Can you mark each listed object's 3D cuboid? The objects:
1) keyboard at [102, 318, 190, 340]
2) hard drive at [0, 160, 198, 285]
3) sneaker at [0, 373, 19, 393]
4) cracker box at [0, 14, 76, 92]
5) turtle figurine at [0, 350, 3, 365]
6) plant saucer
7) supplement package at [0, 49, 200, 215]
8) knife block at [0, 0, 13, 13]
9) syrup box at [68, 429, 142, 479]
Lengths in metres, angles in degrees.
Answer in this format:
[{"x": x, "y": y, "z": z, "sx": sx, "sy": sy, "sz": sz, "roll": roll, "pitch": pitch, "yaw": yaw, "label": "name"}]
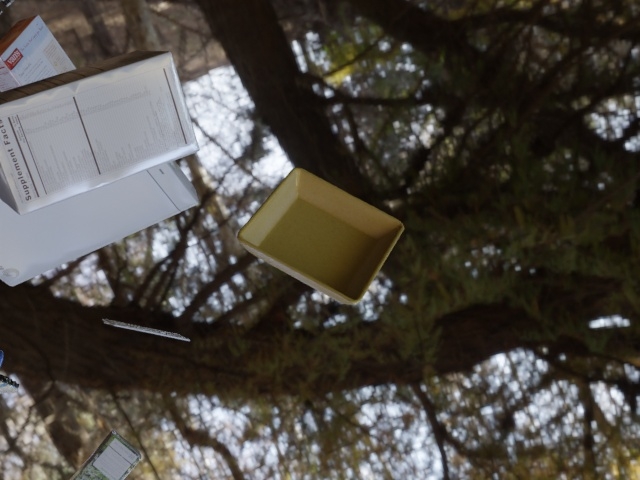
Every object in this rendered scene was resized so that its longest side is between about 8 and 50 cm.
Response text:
[{"x": -0.489, "y": 0.253, "z": 2.335, "sx": 0.072, "sy": 0.256, "sz": 0.014, "roll": 5, "pitch": -100, "yaw": 47, "label": "keyboard"}, {"x": -0.399, "y": -0.060, "z": 1.305, "sx": 0.352, "sy": 0.233, "sz": 0.047, "roll": -23, "pitch": -124, "yaw": 4, "label": "hard drive"}, {"x": -0.899, "y": 0.372, "z": 2.121, "sx": 0.237, "sy": 0.086, "sz": 0.085, "roll": 11, "pitch": 175, "yaw": -19, "label": "sneaker"}, {"x": -0.559, "y": -0.312, "z": 1.672, "sx": 0.067, "sy": 0.232, "sz": 0.156, "roll": -8, "pitch": -140, "yaw": 26, "label": "cracker box"}, {"x": -0.900, "y": 0.323, "z": 1.913, "sx": 0.274, "sy": 0.198, "sz": 0.266, "roll": 7, "pitch": -164, "yaw": 26, "label": "turtle figurine"}, {"x": 0.000, "y": 0.000, "z": 2.056, "sx": 0.332, "sy": 0.081, "sz": 0.333, "roll": 29, "pitch": -135, "yaw": 7, "label": "plant saucer"}, {"x": -0.305, "y": -0.146, "z": 1.061, "sx": 0.244, "sy": 0.139, "sz": 0.133, "roll": -24, "pitch": -157, "yaw": -25, "label": "supplement package"}, {"x": -0.872, "y": -0.617, "z": 1.942, "sx": 0.242, "sy": 0.088, "sz": 0.275, "roll": 40, "pitch": -162, "yaw": 21, "label": "knife block"}, {"x": -0.547, "y": 0.584, "z": 2.002, "sx": 0.237, "sy": 0.093, "sz": 0.096, "roll": -50, "pitch": -172, "yaw": -14, "label": "syrup box"}]
